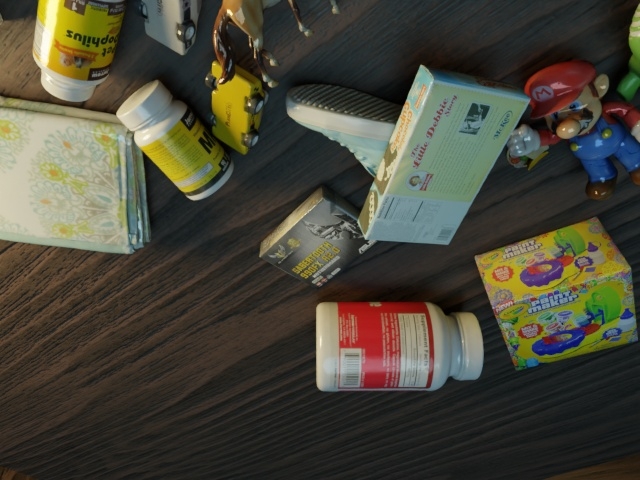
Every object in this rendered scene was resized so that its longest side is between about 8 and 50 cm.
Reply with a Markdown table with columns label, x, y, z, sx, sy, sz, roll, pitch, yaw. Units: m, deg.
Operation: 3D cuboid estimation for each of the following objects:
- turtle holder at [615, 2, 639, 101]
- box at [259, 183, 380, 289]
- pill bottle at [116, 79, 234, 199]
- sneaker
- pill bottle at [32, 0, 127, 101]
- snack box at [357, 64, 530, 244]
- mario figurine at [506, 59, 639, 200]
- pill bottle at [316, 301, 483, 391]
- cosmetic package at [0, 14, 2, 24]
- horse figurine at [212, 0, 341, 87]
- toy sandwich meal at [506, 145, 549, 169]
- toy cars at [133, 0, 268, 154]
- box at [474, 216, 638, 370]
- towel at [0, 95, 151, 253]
| label | x | y | z | sx | sy | sz | roll | pitch | yaw |
| --- | --- | --- | --- | --- | --- | --- | --- | --- | --- |
| turtle holder | 0.634 | -0.297 | 0.798 | 0.320 | 0.243 | 0.227 | 44 | 109 | 11 |
| box | 0.000 | 0.000 | 1.148 | 0.183 | 0.056 | 0.231 | 32 | 124 | -27 |
| pill bottle | -0.270 | -0.186 | 0.933 | 0.119 | 0.119 | 0.208 | -24 | 129 | 20 |
| sneaker | 0.101 | -0.179 | 0.933 | 0.366 | 0.135 | 0.150 | 13 | 126 | -12 |
| pill bottle | -0.388 | -0.334 | 0.794 | 0.117 | 0.117 | 0.215 | 21 | 132 | -19 |
| snack box | 0.205 | -0.133 | 0.881 | 0.187 | 0.060 | 0.322 | 4 | 130 | -20 |
| mario figurine | 0.477 | -0.180 | 0.894 | 0.320 | 0.170 | 0.198 | 36 | 107 | -25 |
| pill bottle | 0.192 | 0.272 | 1.283 | 0.408 | 0.229 | 0.229 | 0 | 132 | -1 |
| cosmetic package | -0.686 | -0.393 | 0.744 | 0.309 | 0.113 | 0.160 | 1 | 132 | 0 |
| horse figurine | -0.075 | -0.349 | 0.733 | 0.263 | 0.066 | 0.174 | -51 | 136 | -13 |
| toy sandwich meal | 0.423 | -0.179 | 1.007 | 0.086 | 0.029 | 0.085 | 0 | 132 | 0 |
| toy cars | -0.184 | -0.322 | 0.828 | 0.176 | 0.087 | 0.393 | 8 | 141 | 40 |
| box | 0.567 | 0.137 | 1.201 | 0.290 | 0.177 | 0.279 | -21 | 128 | 17 |
| towel | -0.544 | -0.127 | 1.009 | 0.374 | 0.090 | 0.320 | 7 | 129 | -7 |
